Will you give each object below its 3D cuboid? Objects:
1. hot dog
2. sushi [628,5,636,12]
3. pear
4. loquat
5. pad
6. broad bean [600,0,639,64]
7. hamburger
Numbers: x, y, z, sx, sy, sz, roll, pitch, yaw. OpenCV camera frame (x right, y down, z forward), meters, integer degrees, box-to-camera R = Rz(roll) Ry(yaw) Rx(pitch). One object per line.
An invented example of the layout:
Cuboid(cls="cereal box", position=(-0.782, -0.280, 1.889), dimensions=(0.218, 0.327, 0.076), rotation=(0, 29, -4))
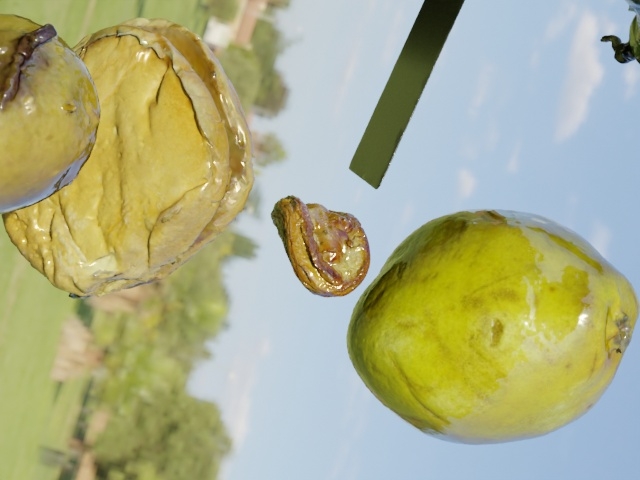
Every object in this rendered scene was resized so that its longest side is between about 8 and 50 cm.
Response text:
Cuboid(cls="hot dog", position=(-0.002, 0.001, 1.644), dimensions=(0.065, 0.099, 0.147), rotation=(-62, -153, 24))
Cuboid(cls="sushi", position=(0.488, -0.295, 1.764), dimensions=(0.139, 0.291, 0.131), rotation=(-51, 147, -59))
Cuboid(cls="pear", position=(0.177, 0.091, 1.597), dimensions=(0.321, 0.269, 0.269), rotation=(-1, -113, 47))
Cuboid(cls="loquat", position=(-0.258, -0.090, 1.143), dimensions=(0.204, 0.172, 0.149), rotation=(-22, -91, 50))
Cuboid(cls="pad", position=(0.083, -0.154, 1.434), dimensions=(0.211, 0.003, 0.143), rotation=(-65, -166, 6))
Cuboid(cls="broad bean", position=(0.265, -0.195, 1.190), dimensions=(0.325, 0.075, 0.067), rotation=(62, 24, -72))
Cuboid(cls="hamburger", position=(-0.203, -0.082, 1.544), dimensions=(0.283, 0.259, 0.144), rotation=(-27, 170, 22))
